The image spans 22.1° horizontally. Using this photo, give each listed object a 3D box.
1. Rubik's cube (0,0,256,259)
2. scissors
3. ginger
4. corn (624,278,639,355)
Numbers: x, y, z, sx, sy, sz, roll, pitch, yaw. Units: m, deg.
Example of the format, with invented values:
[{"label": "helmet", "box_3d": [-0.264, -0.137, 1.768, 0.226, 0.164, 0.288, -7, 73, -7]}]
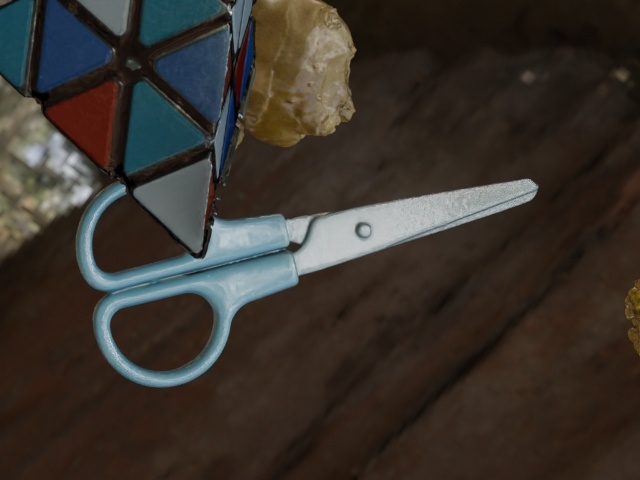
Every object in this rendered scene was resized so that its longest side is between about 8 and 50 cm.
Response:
[{"label": "Rubik's cube", "box_3d": [-0.133, -0.148, 1.355, 0.234, 0.250, 0.284, -16, 111, -67]}, {"label": "scissors", "box_3d": [0.000, 0.000, 1.516, 0.447, 0.193, 0.029, -14, -174, -16]}, {"label": "ginger", "box_3d": [-0.119, -0.234, 1.843, 0.166, 0.375, 0.236, -37, 141, -20]}, {"label": "corn", "box_3d": [0.406, 0.060, 1.524, 0.093, 0.244, 0.093, 171, -90, -88]}]
